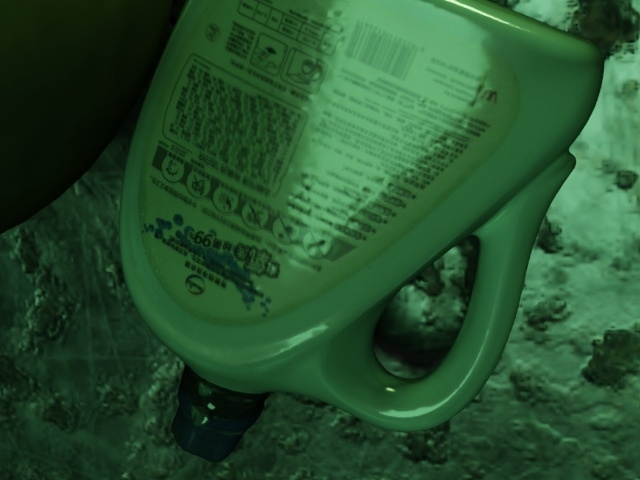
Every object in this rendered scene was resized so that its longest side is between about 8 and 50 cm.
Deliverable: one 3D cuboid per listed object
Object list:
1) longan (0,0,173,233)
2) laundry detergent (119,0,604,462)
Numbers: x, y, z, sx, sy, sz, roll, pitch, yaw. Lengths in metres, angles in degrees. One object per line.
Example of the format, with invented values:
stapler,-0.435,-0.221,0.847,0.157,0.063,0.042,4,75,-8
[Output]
longan,-0.236,-0.148,0.375,0.361,0.361,0.361,4,105,14
laundry detergent,0.000,0.000,0.459,0.214,0.105,0.281,22,107,6
